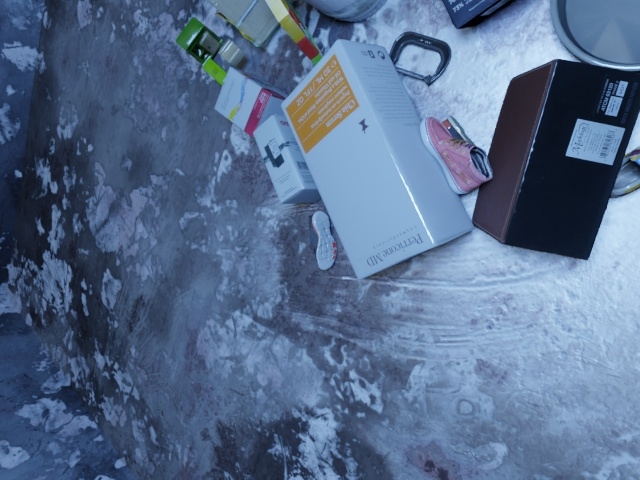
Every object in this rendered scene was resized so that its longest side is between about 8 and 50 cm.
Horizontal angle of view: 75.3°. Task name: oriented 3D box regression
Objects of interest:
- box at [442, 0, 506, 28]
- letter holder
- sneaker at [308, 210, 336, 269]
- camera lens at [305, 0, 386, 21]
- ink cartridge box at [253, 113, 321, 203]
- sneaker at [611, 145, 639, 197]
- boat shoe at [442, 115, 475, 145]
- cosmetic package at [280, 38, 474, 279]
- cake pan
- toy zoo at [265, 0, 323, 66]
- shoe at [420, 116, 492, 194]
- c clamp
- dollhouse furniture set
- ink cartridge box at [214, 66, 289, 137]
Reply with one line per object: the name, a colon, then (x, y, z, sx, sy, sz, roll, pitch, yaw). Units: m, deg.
box: (0.289, -0.532, 0.765, 0.153, 0.108, 0.206, -20, 101, 47)
letter holder: (0.411, -0.145, 0.767, 0.152, 0.214, 0.301, 11, 103, 1)
sneaker: (0.000, 0.000, 1.116, 0.065, 0.061, 0.157, -2, 94, 62)
camera lens: (0.021, -0.619, 0.887, 0.220, 0.274, 0.219, 5, 98, 34)
ink cartridge box: (-0.064, -0.205, 1.068, 0.087, 0.153, 0.208, -28, 78, 35)
sneaker: (0.557, -0.138, 0.688, 0.185, 0.084, 0.069, -48, 69, 29)
boat shoe: (0.298, -0.202, 0.882, 0.043, 0.049, 0.136, -41, 70, 34)
cosmetic package: (0.111, -0.170, 0.912, 0.230, 0.162, 0.452, -32, 79, 47)
cake pan: (0.547, -0.426, 0.681, 0.294, 0.054, 0.292, 4, 97, 34)
toy zoo: (-0.083, -0.531, 0.959, 0.030, 0.293, 0.192, -32, 77, 17)
shoe: (0.273, -0.183, 0.829, 0.177, 0.064, 0.081, 62, 150, 2)
c clamp: (0.205, -0.396, 0.934, 0.161, 0.022, 0.137, 24, 100, 24)
dollhouse furniture set: (-0.228, -0.601, 1.190, 0.198, 0.151, 0.301, 42, 100, 1)
ink cartridge box: (-0.176, -0.370, 1.139, 0.176, 0.128, 0.127, 39, 115, 24)
